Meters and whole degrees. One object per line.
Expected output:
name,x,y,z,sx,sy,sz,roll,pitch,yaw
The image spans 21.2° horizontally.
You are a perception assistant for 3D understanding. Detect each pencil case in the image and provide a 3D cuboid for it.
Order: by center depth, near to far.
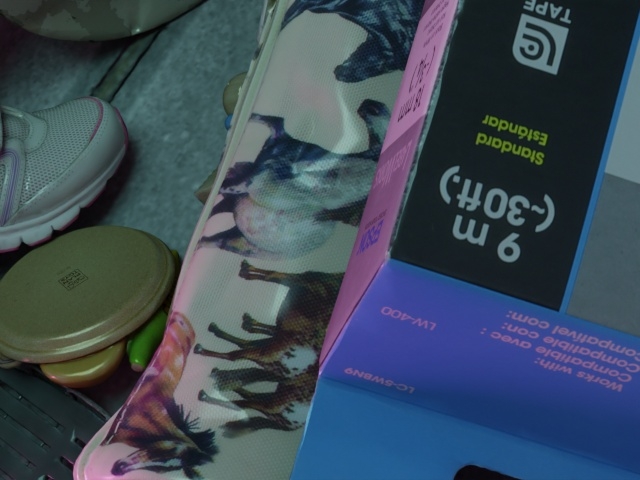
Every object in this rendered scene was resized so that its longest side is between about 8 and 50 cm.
pencil case,0.000,0.000,0.935,0.184,0.160,0.410,21,67,-2

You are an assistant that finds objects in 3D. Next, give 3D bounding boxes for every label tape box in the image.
label tape box,0.146,-0.001,0.797,0.241,0.106,0.333,18,79,-8

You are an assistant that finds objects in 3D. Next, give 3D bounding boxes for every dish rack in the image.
dish rack,-0.222,0.193,0.978,0.208,0.074,0.271,30,76,34

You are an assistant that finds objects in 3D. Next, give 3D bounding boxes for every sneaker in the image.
sneaker,-0.245,-0.053,1.078,0.252,0.111,0.103,-17,35,-15

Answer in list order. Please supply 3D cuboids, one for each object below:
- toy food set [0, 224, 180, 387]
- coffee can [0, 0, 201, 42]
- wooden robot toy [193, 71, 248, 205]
toy food set,-0.147,0.041,1.053,0.192,0.038,0.132,-7,38,16
coffee can,-0.178,-0.301,1.178,0.201,0.201,0.275,-30,54,5
wooden robot toy,-0.031,-0.080,1.079,0.079,0.076,0.173,-19,46,58
